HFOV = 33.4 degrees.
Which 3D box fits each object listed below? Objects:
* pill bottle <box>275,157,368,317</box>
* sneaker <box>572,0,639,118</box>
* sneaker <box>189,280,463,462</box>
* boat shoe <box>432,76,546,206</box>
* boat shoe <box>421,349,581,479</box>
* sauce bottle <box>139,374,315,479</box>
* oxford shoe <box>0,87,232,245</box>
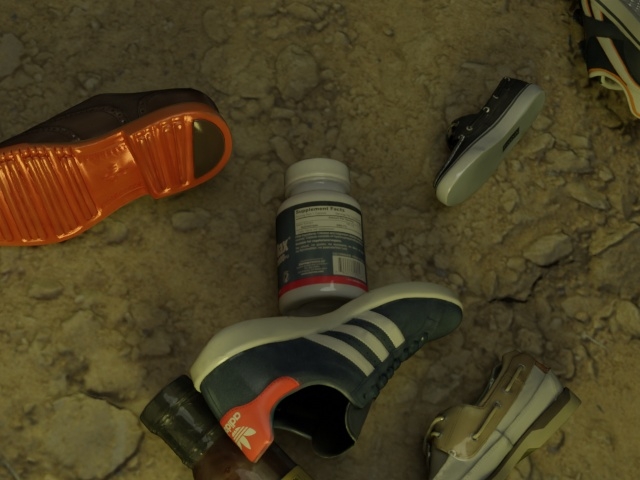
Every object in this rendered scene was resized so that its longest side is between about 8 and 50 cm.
[{"bbox_3d":[0.000,0.000,1.266,0.107,0.108,0.180,2,65,-11],"label":"pill bottle"},{"bbox_3d":[0.416,-0.293,1.485,0.126,0.127,0.321,6,40,-15],"label":"sneaker"},{"bbox_3d":[0.034,0.150,1.162,0.350,0.131,0.148,-13,61,-32],"label":"sneaker"},{"bbox_3d":[0.205,-0.138,1.392,0.076,0.080,0.228,32,65,23],"label":"boat shoe"},{"bbox_3d":[0.162,0.238,1.195,0.302,0.113,0.103,-35,75,-34],"label":"boat shoe"},{"bbox_3d":[-0.051,0.286,1.126,0.344,0.111,0.111,44,65,12],"label":"sauce bottle"},{"bbox_3d":[-0.291,-0.094,1.265,0.363,0.130,0.133,-15,37,-10],"label":"oxford shoe"}]
